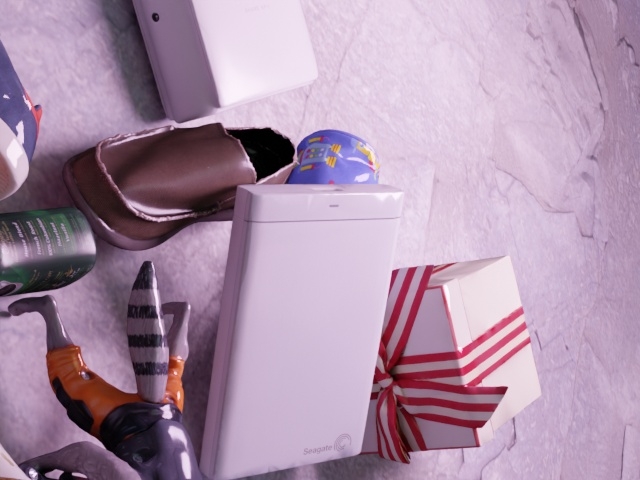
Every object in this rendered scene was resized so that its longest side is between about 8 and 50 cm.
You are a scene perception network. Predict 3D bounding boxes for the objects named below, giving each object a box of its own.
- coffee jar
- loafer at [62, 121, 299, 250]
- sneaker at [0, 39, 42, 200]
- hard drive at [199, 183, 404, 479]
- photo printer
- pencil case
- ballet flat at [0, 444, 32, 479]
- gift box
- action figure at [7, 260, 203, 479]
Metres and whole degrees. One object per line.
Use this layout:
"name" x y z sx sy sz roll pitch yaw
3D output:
"coffee jar" -0.317 0.015 1.202 0.184 0.096 0.079 -9 75 -56
"loafer" -0.152 -0.089 1.414 0.134 0.130 0.366 57 29 7
"sneaker" -0.390 -0.200 1.146 0.350 0.131 0.148 58 28 -30
"hard drive" -0.021 0.108 1.482 0.233 0.047 0.353 -3 108 -39
"photo printer" -0.132 -0.322 1.546 0.256 0.107 0.307 -26 103 -55
"pencil case" 0.000 0.000 1.640 0.133 0.119 0.306 25 58 -17
"ballet flat" -0.342 0.211 1.028 0.342 0.116 0.124 15 47 -18
"gift box" 0.156 0.150 1.704 0.258 0.276 0.255 -20 93 -54
"action figure" -0.213 0.197 1.200 0.341 0.178 0.330 14 52 -50
